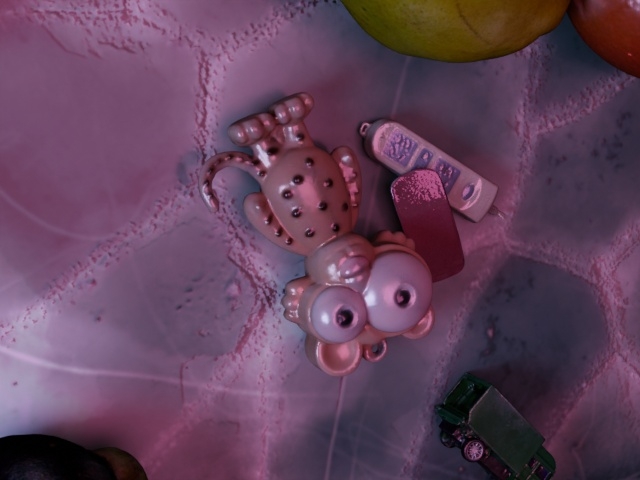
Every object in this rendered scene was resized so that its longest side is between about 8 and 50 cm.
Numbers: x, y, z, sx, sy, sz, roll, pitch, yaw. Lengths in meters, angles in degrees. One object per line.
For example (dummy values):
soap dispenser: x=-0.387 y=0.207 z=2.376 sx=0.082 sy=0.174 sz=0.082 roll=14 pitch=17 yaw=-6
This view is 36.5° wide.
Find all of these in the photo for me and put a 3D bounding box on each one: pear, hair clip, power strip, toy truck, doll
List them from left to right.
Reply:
doll: x=0.001 y=-0.002 z=0.940 sx=0.154 sy=0.119 sz=0.278 roll=-37 pitch=104 yaw=-13
hair clip: x=0.113 y=-0.011 z=1.006 sx=0.054 sy=0.022 sz=0.137 roll=-18 pitch=119 yaw=3
power strip: x=0.121 y=-0.070 z=1.011 sx=0.191 sy=0.030 sz=0.047 roll=30 pitch=90 yaw=-20
pear: x=0.107 y=-0.271 z=0.878 sx=0.269 sy=0.212 sz=0.212 roll=31 pitch=89 yaw=-20
toy truck: x=0.194 y=0.225 z=1.070 sx=0.079 sy=0.065 sz=0.147 roll=-47 pitch=109 yaw=-10

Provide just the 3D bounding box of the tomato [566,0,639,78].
tomato: x=0.383 y=-0.304 z=0.917 sx=0.321 sy=0.321 sz=0.322 roll=-3 pitch=100 yaw=-18

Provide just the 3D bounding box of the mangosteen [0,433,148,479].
mangosteen: x=-0.252 y=0.281 z=0.861 sx=0.243 sy=0.243 sz=0.243 roll=-3 pitch=100 yaw=-18
